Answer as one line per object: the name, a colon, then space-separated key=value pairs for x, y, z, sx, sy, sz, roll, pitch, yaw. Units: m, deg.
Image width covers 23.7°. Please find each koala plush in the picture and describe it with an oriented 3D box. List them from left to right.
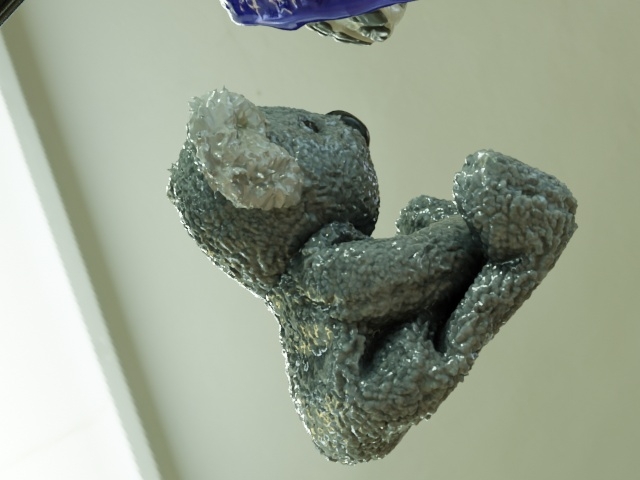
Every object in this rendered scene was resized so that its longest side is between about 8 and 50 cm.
koala plush: x=0.000 y=0.000 z=0.925 sx=0.221 sy=0.196 sz=0.203 roll=38 pitch=-102 yaw=-3

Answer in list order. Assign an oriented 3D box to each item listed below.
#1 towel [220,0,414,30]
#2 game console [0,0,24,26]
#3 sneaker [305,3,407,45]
towel: x=-0.022 y=-0.229 z=0.617 sx=0.308 sy=0.228 sz=0.076 roll=58 pitch=-141 yaw=-28
game console: x=-0.214 y=-0.151 z=0.437 sx=0.293 sy=0.173 sz=0.250 roll=-54 pitch=-49 yaw=-22
sneaker: x=-0.035 y=-0.257 z=1.122 sx=0.275 sy=0.107 sz=0.110 roll=39 pitch=-120 yaw=-31
